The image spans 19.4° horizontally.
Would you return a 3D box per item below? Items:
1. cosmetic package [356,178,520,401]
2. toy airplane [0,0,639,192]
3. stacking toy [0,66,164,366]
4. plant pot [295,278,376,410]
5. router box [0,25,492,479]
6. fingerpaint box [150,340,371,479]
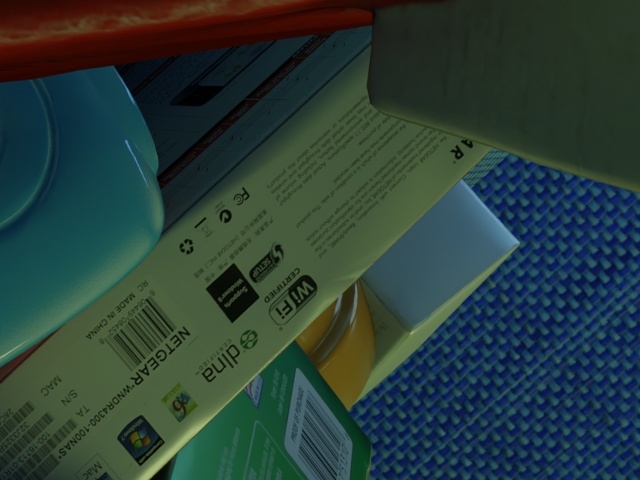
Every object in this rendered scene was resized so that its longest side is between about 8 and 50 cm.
[{"bbox_3d":[0.000,0.000,1.467,0.138,0.224,0.224,-35,171,-32],"label":"cosmetic package"},{"bbox_3d":[-0.056,-0.124,0.369,0.384,0.272,0.386,-6,179,-11],"label":"toy airplane"},{"bbox_3d":[-0.211,-0.001,0.835,0.166,0.175,0.302,-38,-177,-33],"label":"stacking toy"},{"bbox_3d":[-0.081,0.021,1.246,0.205,0.205,0.188,-37,136,-21],"label":"plant pot"},{"bbox_3d":[-0.094,-0.004,0.939,0.335,0.082,0.301,-44,-158,-17],"label":"router box"},{"bbox_3d":[-0.176,0.235,0.921,0.371,0.163,0.445,-31,-162,16],"label":"fingerpaint box"}]
